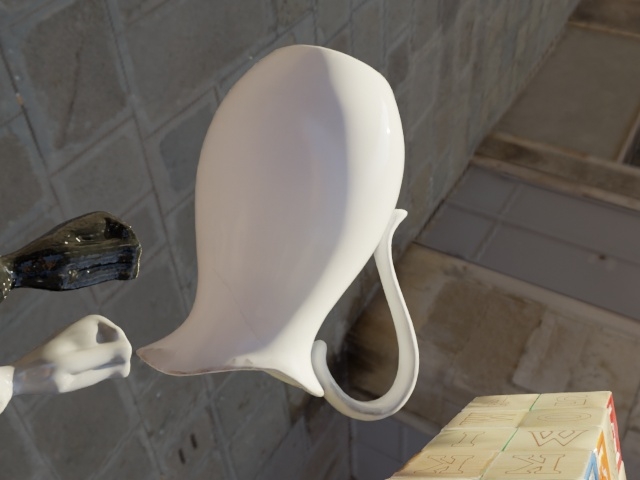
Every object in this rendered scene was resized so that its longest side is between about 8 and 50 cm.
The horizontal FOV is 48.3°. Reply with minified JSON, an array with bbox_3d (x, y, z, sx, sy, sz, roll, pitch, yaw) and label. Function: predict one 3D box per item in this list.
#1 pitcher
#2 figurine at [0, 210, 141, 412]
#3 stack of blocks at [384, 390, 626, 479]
[{"bbox_3d":[0.000,0.000,0.453,0.125,0.177,0.207,-8,-117,66],"label":"pitcher"},{"bbox_3d":[-0.305,0.089,0.744,0.209,0.092,0.215,-16,125,-48],"label":"figurine"},{"bbox_3d":[0.087,0.183,0.315,0.297,0.087,0.171,-4,86,-64],"label":"stack of blocks"}]
